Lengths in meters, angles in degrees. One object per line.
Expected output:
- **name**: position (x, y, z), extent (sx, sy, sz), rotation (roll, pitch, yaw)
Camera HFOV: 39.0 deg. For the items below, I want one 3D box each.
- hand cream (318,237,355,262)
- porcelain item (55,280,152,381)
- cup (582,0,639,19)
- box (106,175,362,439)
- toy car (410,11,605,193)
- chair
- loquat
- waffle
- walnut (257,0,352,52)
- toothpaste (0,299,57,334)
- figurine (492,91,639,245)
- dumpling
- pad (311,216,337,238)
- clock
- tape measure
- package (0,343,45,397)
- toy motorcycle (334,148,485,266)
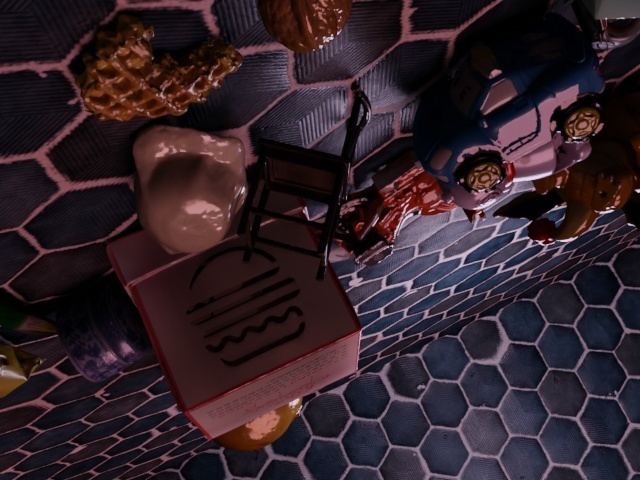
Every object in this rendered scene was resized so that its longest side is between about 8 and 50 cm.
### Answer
- **hand cream**: position (-0.015, 0.022, 1.791), extent (0.256, 0.055, 0.088), rotation (-8, 151, -28)
- **porcelain item**: position (-0.359, 0.151, 1.519), extent (0.114, 0.147, 0.147), rotation (-29, 162, 6)
- **cup**: position (0.380, -0.387, 1.088), extent (0.148, 0.134, 0.236), rotation (-1, 160, 11)
- **box**: position (-0.127, 0.117, 1.494), extent (0.314, 0.300, 0.312), rotation (-24, 161, -8)
- **toy car**: position (0.265, -0.212, 1.354), extent (0.314, 0.198, 0.166), rotation (-28, 129, 15)
- **chair**: position (-0.021, -0.093, 1.321), extent (0.141, 0.260, 0.154), rotation (13, 161, 3)
- **loquat**: position (-0.179, 0.339, 2.090), extent (0.276, 0.284, 0.276), rotation (-51, -179, 1)
- **waffle**: position (-0.180, -0.185, 1.007), extent (0.194, 0.051, 0.149), rotation (-8, 155, -44)
- **walnut**: position (-0.017, -0.257, 0.961), extent (0.105, 0.105, 0.124), rotation (-27, 153, 0)
- **toothpaste**: position (-0.485, 0.121, 1.423), extent (0.078, 0.047, 0.248), rotation (6, 168, 15)
- **figurine**: position (0.572, -0.148, 1.836), extent (0.401, 0.268, 0.387), rotation (1, -155, 45)
- **dumpling**: position (-0.172, -0.065, 1.225), extent (0.162, 0.132, 0.250), rotation (-17, 142, -9)
- **pad**: position (0.000, 0.000, 1.825), extent (0.158, 0.003, 0.235), rotation (-19, 161, -21)
- **clock**: position (0.296, -0.146, 1.505), extent (0.254, 0.189, 0.189), rotation (-31, 162, -9)
- **tape measure**: position (0.429, -0.350, 1.298), extent (0.107, 0.104, 0.180), rotation (-23, 162, -3)
- **package**: position (-0.583, 0.223, 1.499), extent (0.168, 0.090, 0.226), rotation (-27, 159, 11)
- **toy motorcycle**: position (0.177, -0.073, 1.677), extent (0.325, 0.148, 0.221), rotation (-34, 138, 13)
